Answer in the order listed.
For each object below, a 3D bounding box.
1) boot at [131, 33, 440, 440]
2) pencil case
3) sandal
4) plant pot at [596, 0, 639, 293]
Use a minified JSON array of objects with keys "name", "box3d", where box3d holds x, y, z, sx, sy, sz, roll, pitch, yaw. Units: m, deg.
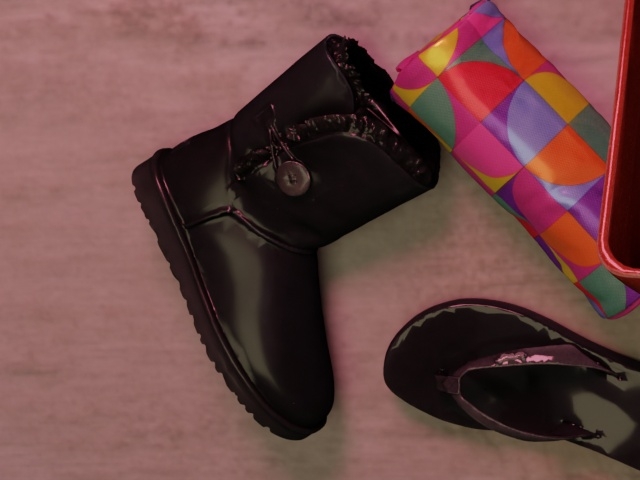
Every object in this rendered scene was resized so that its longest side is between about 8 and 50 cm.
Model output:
[{"name":"boot","box3d":[0.000,0.000,1.271,0.207,0.094,0.246,-29,88,27]},{"name":"pencil case","box3d":[0.152,-0.057,1.206,0.236,0.104,0.104,48,114,4]},{"name":"sandal","box3d":[0.165,0.106,1.266,0.255,0.054,0.097,13,109,15]},{"name":"plant pot","box3d":[0.321,-0.066,1.038,0.267,0.236,0.267,4,73,18]}]
